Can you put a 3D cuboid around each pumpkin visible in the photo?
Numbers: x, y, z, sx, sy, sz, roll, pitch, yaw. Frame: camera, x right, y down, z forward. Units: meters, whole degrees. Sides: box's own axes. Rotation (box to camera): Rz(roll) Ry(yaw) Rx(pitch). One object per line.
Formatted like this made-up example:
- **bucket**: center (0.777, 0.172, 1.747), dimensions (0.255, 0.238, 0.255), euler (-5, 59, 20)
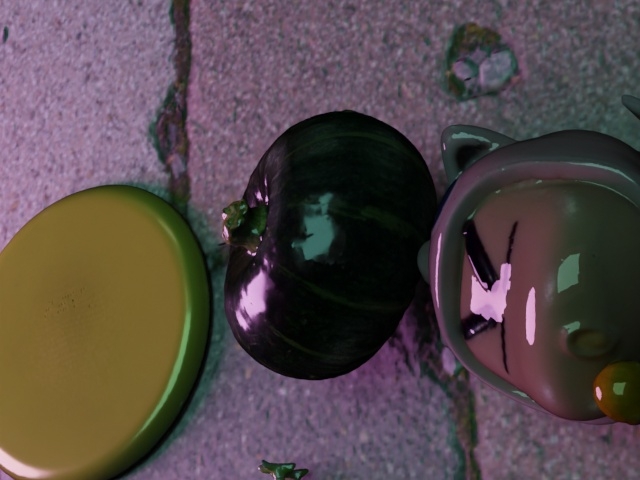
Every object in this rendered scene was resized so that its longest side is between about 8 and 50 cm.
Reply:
- **pumpkin**: center (0.003, 0.001, 0.899), dimensions (0.125, 0.167, 0.167), euler (28, 91, 2)

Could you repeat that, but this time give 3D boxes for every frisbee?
- **frisbee**: center (-0.178, 0.068, 1.082), dimensions (0.236, 0.017, 0.235), euler (-12, 67, 31)

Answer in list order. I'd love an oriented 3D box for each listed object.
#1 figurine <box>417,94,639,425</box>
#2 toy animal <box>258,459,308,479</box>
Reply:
- **figurine**: center (0.182, 0.021, 0.767), dimensions (0.288, 0.186, 0.176), euler (16, 109, 20)
- **toy animal**: center (0.000, 0.166, 0.916), dimensions (0.217, 0.041, 0.075), euler (-26, 62, 20)
